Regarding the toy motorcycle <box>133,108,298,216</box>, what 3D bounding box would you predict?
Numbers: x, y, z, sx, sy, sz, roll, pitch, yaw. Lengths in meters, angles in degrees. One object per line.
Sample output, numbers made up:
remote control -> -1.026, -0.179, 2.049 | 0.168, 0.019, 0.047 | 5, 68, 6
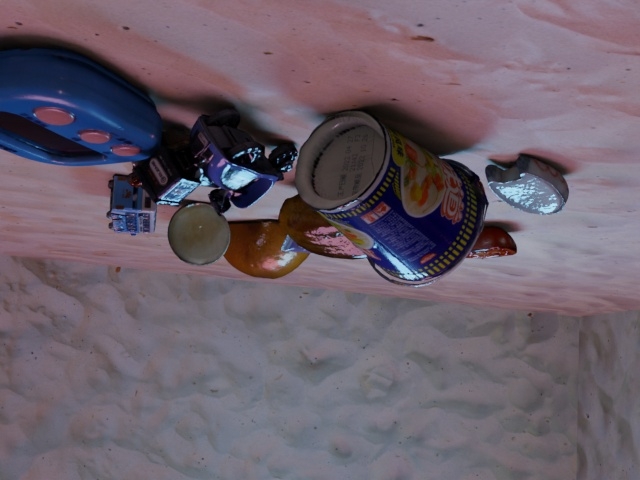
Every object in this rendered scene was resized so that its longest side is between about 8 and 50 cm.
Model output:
toy motorcycle -> -0.181, -0.137, 1.482 | 0.213, 0.125, 0.358 | -37, 164, 16

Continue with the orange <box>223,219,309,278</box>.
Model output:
orange -> -0.167, 0.002, 2.458 | 0.310, 0.274, 0.274 | -32, 156, 16

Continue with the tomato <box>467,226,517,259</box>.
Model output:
tomato -> 0.467, 0.003, 2.193 | 0.174, 0.082, 0.166 | -6, 170, 27

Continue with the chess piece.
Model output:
chess piece -> -0.366, -0.007, 2.311 | 0.182, 0.182, 0.330 | 6, 175, -9

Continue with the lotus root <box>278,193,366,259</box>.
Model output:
lotus root -> 0.046, -0.056, 1.876 | 0.291, 0.193, 0.193 | 0, 169, 10

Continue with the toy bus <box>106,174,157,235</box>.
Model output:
toy bus -> -0.506, -0.090, 2.074 | 0.131, 0.106, 0.297 | 3, 169, -12

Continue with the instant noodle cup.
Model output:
instant noodle cup -> 0.120, -0.091, 1.440 | 0.284, 0.284, 0.312 | -3, 158, 36

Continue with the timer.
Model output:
timer -> -0.459, -0.221, 1.317 | 0.309, 0.115, 0.340 | -3, 167, 24

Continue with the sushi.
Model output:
sushi -> -0.307, -0.165, 1.512 | 0.103, 0.097, 0.226 | 33, -147, 6

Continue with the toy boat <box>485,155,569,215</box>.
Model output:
toy boat -> 0.438, -0.124, 1.605 | 0.208, 0.078, 0.134 | 26, 151, -36

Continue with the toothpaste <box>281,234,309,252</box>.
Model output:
toothpaste -> 0.000, 0.000, 2.373 | 0.073, 0.114, 0.299 | 36, -165, 37
